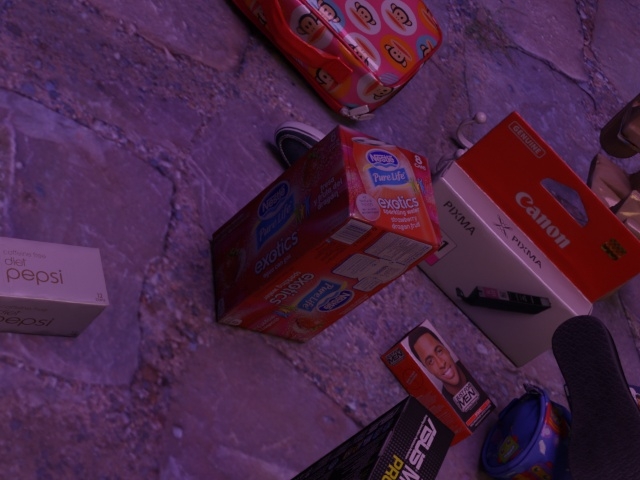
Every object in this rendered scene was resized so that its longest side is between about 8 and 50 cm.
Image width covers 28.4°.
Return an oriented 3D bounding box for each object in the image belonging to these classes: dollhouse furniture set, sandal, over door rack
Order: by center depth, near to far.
[{"bbox_3d":[0.339,0.207,1.497,0.054,0.097,0.254,45,35,-47],"label":"sandal"},{"bbox_3d":[0.301,-0.019,1.805,0.324,0.108,0.239,43,41,-8],"label":"over door rack"},{"bbox_3d":[0.528,0.042,1.867,0.394,0.256,0.362,35,41,-9],"label":"dollhouse furniture set"}]

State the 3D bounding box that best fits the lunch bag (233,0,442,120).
[{"bbox_3d":[0.015,-0.316,1.765,0.293,0.120,0.258,47,41,-4],"label":"lunch bag"}]

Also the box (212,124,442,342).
[{"bbox_3d":[0.000,0.000,1.399,0.128,0.257,0.122,17,52,-32],"label":"box"}]

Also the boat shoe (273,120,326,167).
[{"bbox_3d":[0.003,-0.069,1.604,0.183,0.065,0.083,44,39,-8],"label":"boat shoe"}]

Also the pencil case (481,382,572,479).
[{"bbox_3d":[0.341,0.299,1.586,0.306,0.119,0.133,33,28,-18],"label":"pencil case"}]

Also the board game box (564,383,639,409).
[{"bbox_3d":[0.436,0.266,1.761,0.201,0.035,0.136,14,52,-35],"label":"board game box"}]

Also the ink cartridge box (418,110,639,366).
[{"bbox_3d":[0.254,0.005,1.640,0.275,0.239,0.060,45,40,-5],"label":"ink cartridge box"}]

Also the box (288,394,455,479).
[{"bbox_3d":[-0.010,0.283,1.162,0.060,0.270,0.216,42,40,-7],"label":"box"}]

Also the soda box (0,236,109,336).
[{"bbox_3d":[-0.319,0.041,1.220,0.216,0.074,0.069,8,55,-39],"label":"soda box"}]

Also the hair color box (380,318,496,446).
[{"bbox_3d":[0.146,0.175,1.562,0.141,0.043,0.072,51,41,3],"label":"hair color box"}]
